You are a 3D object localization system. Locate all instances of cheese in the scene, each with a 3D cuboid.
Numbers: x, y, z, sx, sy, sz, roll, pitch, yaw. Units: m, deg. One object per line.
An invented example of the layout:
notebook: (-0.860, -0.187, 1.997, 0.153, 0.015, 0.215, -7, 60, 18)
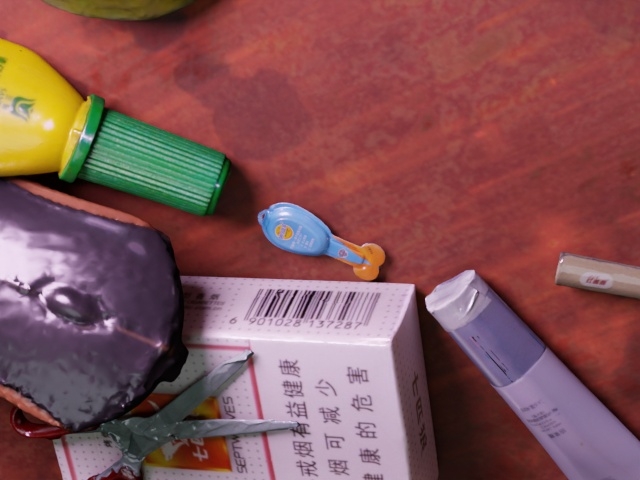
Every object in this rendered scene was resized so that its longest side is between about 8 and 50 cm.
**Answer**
cheese: (0.000, 0.001, 1.395, 0.111, 0.017, 0.047, 24, 130, 0)

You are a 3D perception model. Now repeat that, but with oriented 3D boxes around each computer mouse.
computer mouse: (-0.258, 0.035, 1.380, 0.323, 0.183, 0.116, 19, 173, 21)

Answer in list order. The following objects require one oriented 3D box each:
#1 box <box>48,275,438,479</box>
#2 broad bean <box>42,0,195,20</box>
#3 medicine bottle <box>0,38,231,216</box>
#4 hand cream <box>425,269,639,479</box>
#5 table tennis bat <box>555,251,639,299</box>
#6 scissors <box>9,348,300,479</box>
box: (-0.075, 0.138, 1.466, 0.330, 0.095, 0.210, 1, 123, 16)
broad bean: (-0.170, -0.235, 1.251, 0.207, 0.072, 0.153, 29, 133, -5)
medicine bottle: (-0.222, -0.092, 1.357, 0.309, 0.076, 0.111, 19, 84, -2)
hand cream: (0.185, 0.128, 1.408, 0.079, 0.048, 0.255, -28, 114, 37)
table tennis bat: (0.308, 0.042, 1.327, 0.247, 0.022, 0.138, 11, 125, 8)
scissors: (-0.138, 0.160, 1.435, 0.248, 0.017, 0.144, -21, 115, 28)
